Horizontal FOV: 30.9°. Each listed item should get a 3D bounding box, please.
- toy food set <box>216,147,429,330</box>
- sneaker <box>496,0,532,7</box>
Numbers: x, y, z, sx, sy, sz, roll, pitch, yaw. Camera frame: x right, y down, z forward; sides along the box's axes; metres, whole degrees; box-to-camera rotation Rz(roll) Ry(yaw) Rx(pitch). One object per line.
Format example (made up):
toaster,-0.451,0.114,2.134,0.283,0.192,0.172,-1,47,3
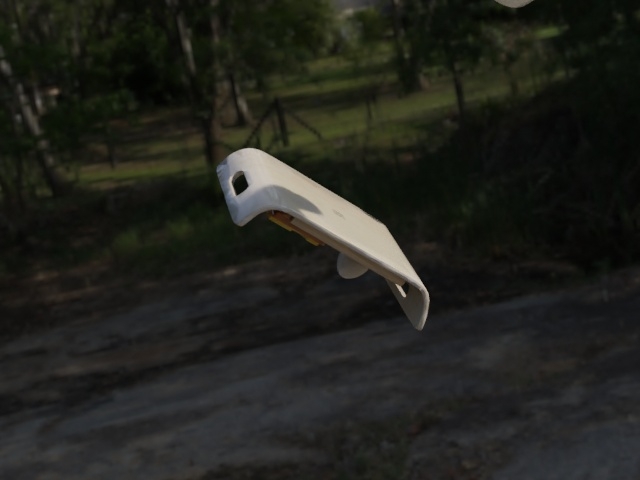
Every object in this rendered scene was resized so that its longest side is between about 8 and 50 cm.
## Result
toy food set,0.000,0.000,1.608,0.306,0.092,0.219,29,15,-21
sneaker,0.230,-0.315,0.948,0.290,0.106,0.123,-61,13,-29
